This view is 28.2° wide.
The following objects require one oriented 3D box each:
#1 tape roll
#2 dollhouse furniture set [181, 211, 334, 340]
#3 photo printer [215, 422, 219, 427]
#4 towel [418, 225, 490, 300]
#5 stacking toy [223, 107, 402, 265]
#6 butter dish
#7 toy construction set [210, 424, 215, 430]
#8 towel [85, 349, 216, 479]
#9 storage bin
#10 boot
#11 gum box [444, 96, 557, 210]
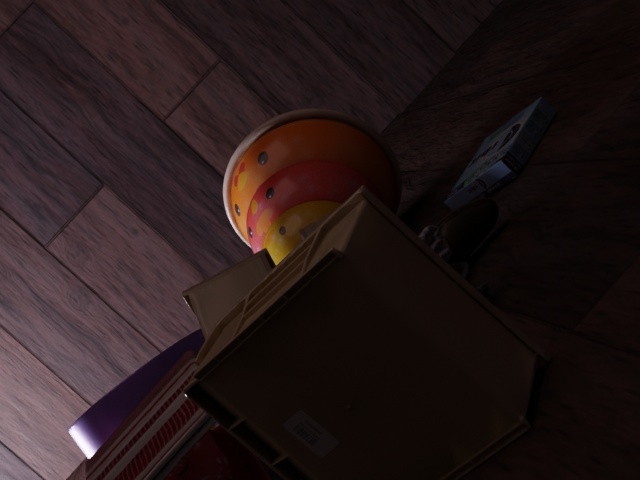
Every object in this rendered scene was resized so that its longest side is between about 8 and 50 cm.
[{"bbox_3d":[-0.266,0.255,2.037,0.275,0.090,0.275,-38,-6,-4],"label":"tape roll"},{"bbox_3d":[-0.012,0.174,1.821,0.286,0.303,0.198,-28,43,0],"label":"dollhouse furniture set"},{"bbox_3d":[-0.195,0.265,2.496,0.307,0.107,0.256,-49,8,-8],"label":"photo printer"},{"bbox_3d":[0.080,0.143,1.574,0.235,0.121,0.284,-51,-1,34],"label":"towel"},{"bbox_3d":[0.000,0.000,2.322,0.350,0.350,0.480,-44,24,19],"label":"stacking toy"},{"bbox_3d":[-0.175,0.333,1.791,0.160,0.118,0.160,-42,47,2],"label":"butter dish"},{"bbox_3d":[-0.249,0.395,2.042,0.327,0.151,0.215,-32,26,48],"label":"toy construction set"},{"bbox_3d":[-0.229,0.275,1.737,0.237,0.037,0.329,-48,13,-2],"label":"towel"},{"bbox_3d":[0.042,0.135,1.285,0.260,0.262,0.123,-42,11,30],"label":"storage bin"},{"bbox_3d":[0.189,0.034,1.801,0.219,0.082,0.106,-43,29,-4],"label":"boot"},{"bbox_3d":[0.297,-0.139,2.104,0.157,0.041,0.184,-38,13,50],"label":"gum box"}]
